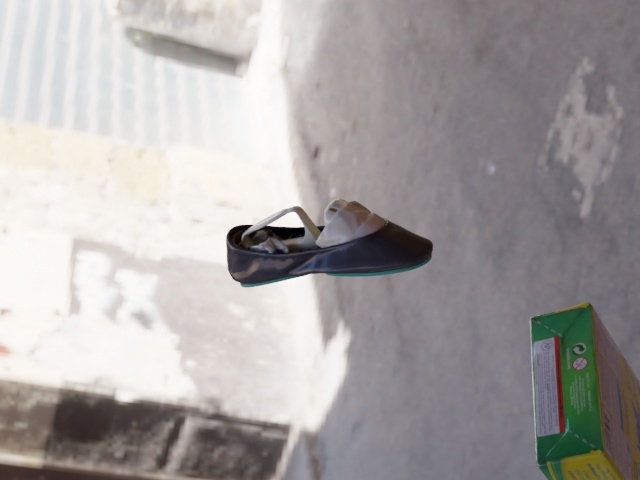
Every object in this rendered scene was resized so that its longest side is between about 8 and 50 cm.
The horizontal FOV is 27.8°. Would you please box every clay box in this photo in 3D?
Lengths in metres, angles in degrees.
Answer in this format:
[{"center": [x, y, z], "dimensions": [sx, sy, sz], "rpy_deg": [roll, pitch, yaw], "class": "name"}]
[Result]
[{"center": [0.219, 0.161, 0.955], "dimensions": [0.053, 0.222, 0.127], "rpy_deg": [-16, 45, 23], "class": "clay box"}]

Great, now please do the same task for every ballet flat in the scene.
[{"center": [0.000, 0.000, 1.169], "dimensions": [0.203, 0.074, 0.074], "rpy_deg": [-7, 76, 27], "class": "ballet flat"}]
